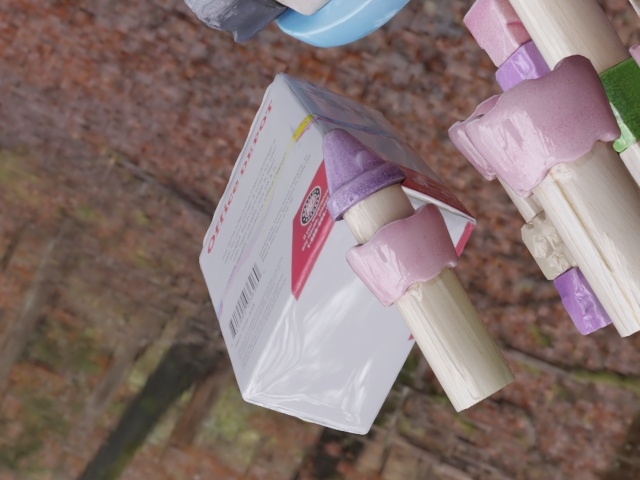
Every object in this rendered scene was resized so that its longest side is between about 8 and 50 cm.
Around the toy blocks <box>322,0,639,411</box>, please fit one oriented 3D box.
[{"bbox_3d":[0.162,-0.098,0.730,0.260,0.309,0.288,60,159,8],"label":"toy blocks"}]

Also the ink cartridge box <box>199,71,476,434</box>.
[{"bbox_3d":[0.000,0.000,1.181,0.131,0.226,0.306,19,-162,-19],"label":"ink cartridge box"}]

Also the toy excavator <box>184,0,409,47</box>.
[{"bbox_3d":[0.042,-0.346,1.254,0.445,0.222,0.433,21,-139,-48],"label":"toy excavator"}]

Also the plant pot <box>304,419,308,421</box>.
[{"bbox_3d":[0.001,0.186,1.652,0.083,0.083,0.079,22,-168,10],"label":"plant pot"}]
